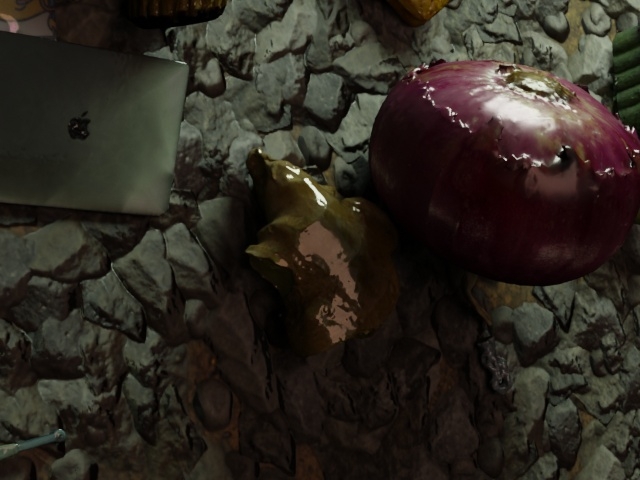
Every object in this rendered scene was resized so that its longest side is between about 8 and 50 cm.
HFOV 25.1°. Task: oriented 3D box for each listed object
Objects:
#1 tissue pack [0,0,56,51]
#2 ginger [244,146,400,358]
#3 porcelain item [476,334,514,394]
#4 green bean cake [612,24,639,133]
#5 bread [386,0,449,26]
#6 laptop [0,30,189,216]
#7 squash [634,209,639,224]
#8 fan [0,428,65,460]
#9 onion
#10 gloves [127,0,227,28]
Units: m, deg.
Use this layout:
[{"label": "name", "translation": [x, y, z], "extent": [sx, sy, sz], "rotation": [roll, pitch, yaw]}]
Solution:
[{"label": "tissue pack", "translation": [-0.359, -0.283, 1.601], "extent": [0.116, 0.065, 0.155], "rotation": [3, 80, -37]}, {"label": "ginger", "translation": [0.000, 0.000, 1.778], "extent": [0.219, 0.123, 0.270], "rotation": [-23, 95, -36]}, {"label": "porcelain item", "translation": [0.241, 0.174, 1.987], "extent": [0.036, 0.028, 0.083], "rotation": [-21, 96, -21]}, {"label": "green bean cake", "translation": [0.542, -0.244, 2.254], "extent": [0.181, 0.094, 0.173], "rotation": [4, 78, -36]}, {"label": "bread", "translation": [0.082, -0.417, 1.954], "extent": [0.271, 0.077, 0.139], "rotation": [46, 60, -24]}, {"label": "laptop", "translation": [-0.276, -0.128, 1.628], "extent": [0.269, 0.015, 0.187], "rotation": [5, 99, -37]}, {"label": "squash", "translation": [0.408, -0.104, 2.144], "extent": [0.224, 0.094, 0.094], "rotation": [23, 68, -23]}, {"label": "fan", "translation": [-0.358, 0.233, 1.531], "extent": [0.193, 0.016, 0.038], "rotation": [-12, 91, -37]}, {"label": "onion", "translation": [0.225, -0.074, 1.852], "extent": [0.358, 0.358, 0.345], "rotation": [28, 96, -30]}, {"label": "gloves", "translation": [-0.162, -0.421, 1.676], "extent": [0.155, 0.203, 0.356], "rotation": [8, 92, -34]}]
